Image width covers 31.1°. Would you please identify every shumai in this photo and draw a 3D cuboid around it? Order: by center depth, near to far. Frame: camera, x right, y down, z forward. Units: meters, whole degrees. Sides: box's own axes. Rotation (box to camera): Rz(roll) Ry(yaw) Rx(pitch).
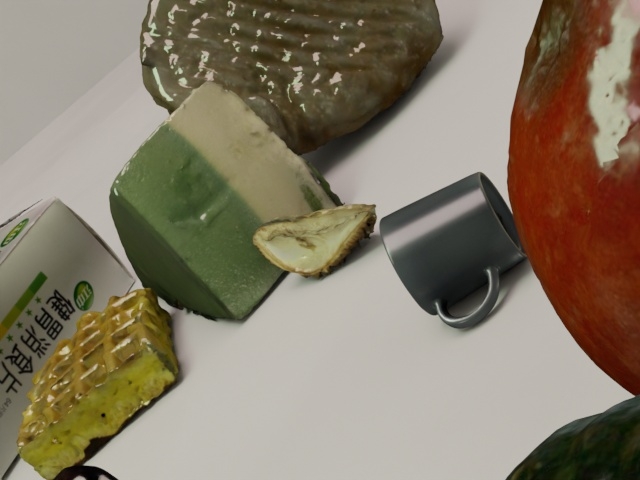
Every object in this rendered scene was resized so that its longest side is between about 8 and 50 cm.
[{"bbox_3d":[-0.022,-0.193,1.279,0.314,0.267,0.262,-5,-14,4],"label":"shumai"}]

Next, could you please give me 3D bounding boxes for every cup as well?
[{"bbox_3d":[0.096,0.010,0.780,0.077,0.078,0.100,-30,57,18],"label":"cup"}]

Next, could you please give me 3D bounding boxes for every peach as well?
[{"bbox_3d":[0.184,-0.051,0.476,0.232,0.257,0.232,-31,25,16],"label":"peach"}]

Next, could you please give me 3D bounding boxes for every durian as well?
[{"bbox_3d":[0.002,-0.009,0.978,0.130,0.066,0.052,-14,33,34],"label":"durian"}]

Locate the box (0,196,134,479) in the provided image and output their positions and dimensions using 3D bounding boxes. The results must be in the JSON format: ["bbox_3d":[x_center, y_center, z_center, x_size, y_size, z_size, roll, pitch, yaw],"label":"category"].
[{"bbox_3d":[-0.366,0.121,1.247,0.173,0.145,0.333,-26,25,38],"label":"box"}]

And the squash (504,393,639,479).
[{"bbox_3d":[0.120,0.141,0.321,0.218,0.172,0.218,-37,19,16],"label":"squash"}]

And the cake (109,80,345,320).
[{"bbox_3d":[-0.136,-0.041,1.140,0.158,0.172,0.283,-46,19,-18],"label":"cake"}]

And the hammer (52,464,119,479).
[{"bbox_3d":[-0.272,0.263,0.889,0.242,0.095,0.409,-49,20,-19],"label":"hammer"}]

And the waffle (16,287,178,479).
[{"bbox_3d":[-0.211,0.119,1.107,0.160,0.055,0.211,-40,20,6],"label":"waffle"}]
